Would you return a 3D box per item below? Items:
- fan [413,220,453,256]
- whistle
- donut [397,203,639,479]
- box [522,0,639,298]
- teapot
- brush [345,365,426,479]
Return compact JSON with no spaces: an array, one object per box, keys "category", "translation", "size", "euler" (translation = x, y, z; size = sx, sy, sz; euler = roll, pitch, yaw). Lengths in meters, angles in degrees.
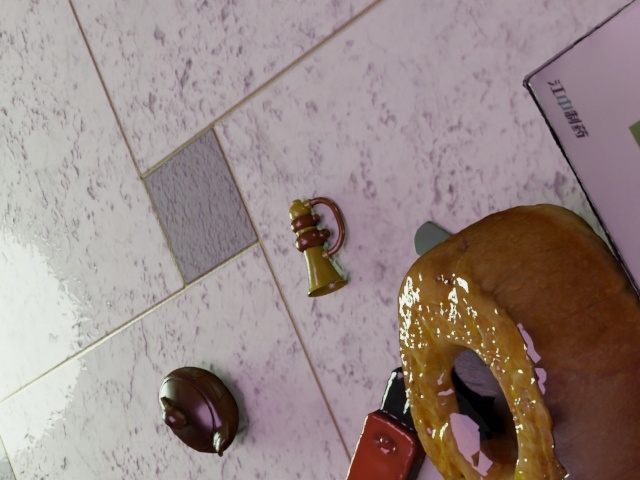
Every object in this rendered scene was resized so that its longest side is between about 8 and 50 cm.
[{"category":"fan","translation":[0.168,0.027,1.310],"size":[0.193,0.016,0.038],"euler":[24,113,37]},{"category":"whistle","translation":[-0.003,0.002,1.445],"size":[0.057,0.046,0.109],"euler":[-31,72,56]},{"category":"donut","translation":[0.191,0.128,1.173],"size":[0.317,0.150,0.299],"euler":[63,153,12]},{"category":"box","translation":[0.330,-0.040,1.060],"size":[0.173,0.145,0.332],"euler":[-36,75,41]},{"category":"teapot","translation":[-0.150,0.208,1.595],"size":[0.129,0.078,0.098],"euler":[38,122,30]},{"category":"brush","translation":[0.059,0.277,1.445],"size":[0.070,0.051,0.323],"euler":[31,116,26]}]
